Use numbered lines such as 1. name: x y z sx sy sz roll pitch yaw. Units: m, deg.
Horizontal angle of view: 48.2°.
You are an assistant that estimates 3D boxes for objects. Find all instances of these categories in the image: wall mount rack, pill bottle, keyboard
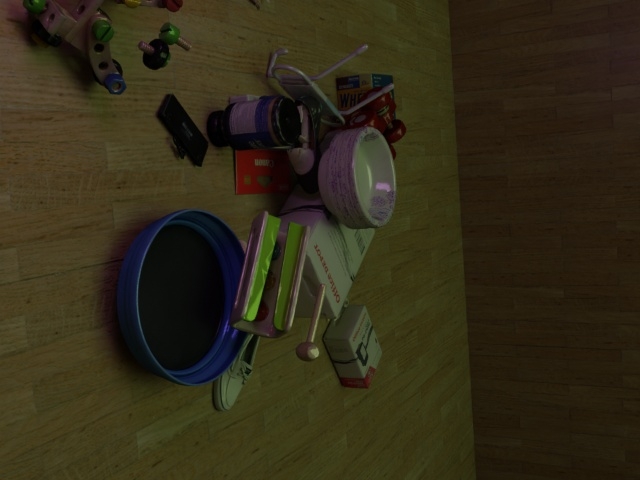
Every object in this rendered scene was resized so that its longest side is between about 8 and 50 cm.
1. wall mount rack: 0.026 -0.458 2.076 0.350 0.304 0.130 37 67 -56
2. pill bottle: -0.169 -0.289 1.790 0.123 0.219 0.122 6 84 -62
3. keyboard: -0.328 -0.250 1.700 0.180 0.023 0.108 56 35 -45

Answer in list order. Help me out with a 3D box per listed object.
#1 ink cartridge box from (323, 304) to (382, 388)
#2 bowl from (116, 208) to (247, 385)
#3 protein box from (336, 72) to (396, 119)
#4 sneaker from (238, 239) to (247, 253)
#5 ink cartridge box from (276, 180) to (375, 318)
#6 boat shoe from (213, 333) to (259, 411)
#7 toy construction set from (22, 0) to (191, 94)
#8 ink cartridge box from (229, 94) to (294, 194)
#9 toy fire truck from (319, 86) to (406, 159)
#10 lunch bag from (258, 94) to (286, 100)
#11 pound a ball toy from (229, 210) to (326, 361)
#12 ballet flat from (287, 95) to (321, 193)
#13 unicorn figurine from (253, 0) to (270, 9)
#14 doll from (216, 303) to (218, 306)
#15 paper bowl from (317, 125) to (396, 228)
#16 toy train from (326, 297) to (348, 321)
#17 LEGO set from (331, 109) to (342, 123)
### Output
1. ink cartridge box: 0.113 0.357 2.421 0.172 0.100 0.237 -61 140 -45
2. bowl: -0.295 0.126 1.601 0.391 0.077 0.391 10 78 -58
3. protein box: 0.166 -0.478 2.524 0.200 0.136 0.201 -21 107 -61
4. sneaker: -0.208 0.061 1.877 0.070 0.051 0.134 -13 96 -56
5. ink cartridge box: 0.000 0.000 2.153 0.395 0.166 0.285 -63 140 -43
6. boat shoe: -0.211 0.325 1.833 0.083 0.076 0.226 41 54 -54
7. toy construction set: -0.424 -0.464 1.357 0.237 0.257 0.308 24 47 -47
8. ink cartridge box: -0.140 -0.263 2.012 0.296 0.066 0.261 -10 97 -62
9. toy fire truck: 0.118 -0.351 2.307 0.169 0.254 0.302 58 41 -34
10. lunch bag: -0.121 -0.334 1.874 0.067 0.098 0.065 57 42 -51
11. pound a ball toy: -0.093 0.118 1.704 0.208 0.136 0.319 18 66 -19
12. ballet flat: -0.050 -0.273 2.025 0.096 0.095 0.280 6 80 -54
13. unicorn figurine: -0.166 -0.737 1.990 0.111 0.060 0.161 11 79 -62
14. doll: -0.269 0.161 1.765 0.189 0.046 0.129 61 39 -41
15. paper bowl: 0.096 -0.172 2.017 0.284 0.148 0.284 9 79 -61
16. toy train: 0.032 0.189 2.339 0.166 0.046 0.125 -19 107 -58
17. LEGO set: 0.052 -0.418 2.431 0.054 0.023 0.083 -44 152 -17
